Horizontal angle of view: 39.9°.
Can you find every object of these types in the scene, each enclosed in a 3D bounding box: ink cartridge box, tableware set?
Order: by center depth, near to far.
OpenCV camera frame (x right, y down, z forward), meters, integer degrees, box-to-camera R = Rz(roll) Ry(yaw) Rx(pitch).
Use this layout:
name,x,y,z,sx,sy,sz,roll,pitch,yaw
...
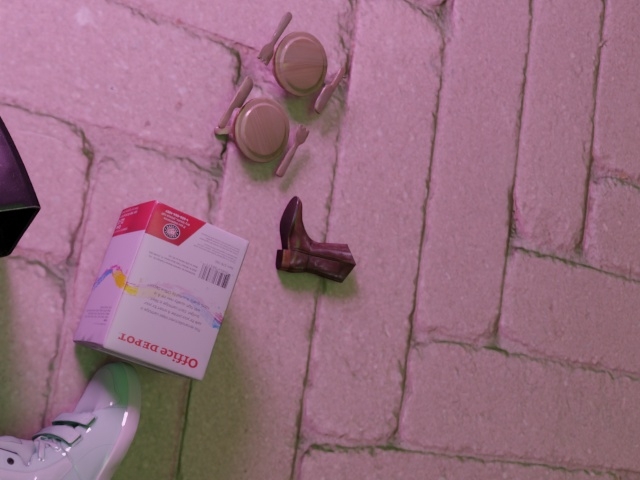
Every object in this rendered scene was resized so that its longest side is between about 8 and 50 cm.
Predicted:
name,x,y,z,sx,sy,sz,roll,pitch,yaw
ink cartridge box,-0.189,0.062,1.035,0.128,0.127,0.176,26,73,-28
tableware set,-0.060,-0.194,1.185,0.128,0.039,0.194,39,74,-35

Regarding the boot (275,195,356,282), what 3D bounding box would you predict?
name,x,y,z,sx,sy,sz,roll,pitch,yaw
boot,0.000,0.000,1.206,0.114,0.037,0.106,10,94,-27

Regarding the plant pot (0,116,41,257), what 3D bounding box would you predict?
name,x,y,z,sx,sy,sz,roll,pitch,yaw
plant pot,-0.412,-0.071,0.891,0.188,0.187,0.166,-10,79,-31

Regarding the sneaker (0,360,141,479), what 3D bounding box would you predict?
name,x,y,z,sx,sy,sz,roll,pitch,yaw
sneaker,-0.294,0.211,0.946,0.151,0.094,0.255,44,46,-29
